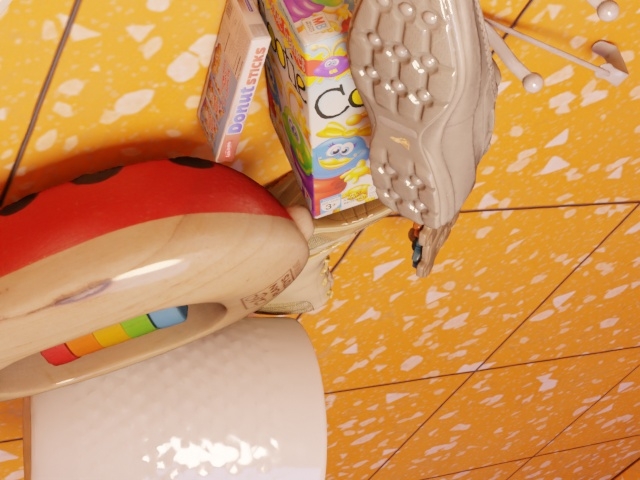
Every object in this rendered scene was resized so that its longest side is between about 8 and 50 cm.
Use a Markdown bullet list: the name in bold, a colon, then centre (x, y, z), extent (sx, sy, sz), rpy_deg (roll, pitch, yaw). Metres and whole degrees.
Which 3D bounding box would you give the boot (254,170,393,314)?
- **boot**: centre (0.000, 0.000, 1.455), extent (0.262, 0.095, 0.203), rpy_deg (-24, 152, 3)

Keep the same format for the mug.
- **mug**: centre (-0.203, 0.228, 1.512), extent (0.328, 0.276, 0.374), rpy_deg (0, -175, -18)

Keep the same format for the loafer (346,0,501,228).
- **loafer**: centre (0.092, -0.135, 0.998), extent (0.111, 0.112, 0.319), rpy_deg (-54, 160, -24)

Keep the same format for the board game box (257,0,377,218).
- **board game box**: centre (0.030, -0.166, 1.139), extent (0.142, 0.144, 0.275), rpy_deg (-19, 151, -9)

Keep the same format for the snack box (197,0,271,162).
- **snack box**: centre (-0.085, -0.153, 1.157), extent (0.022, 0.064, 0.178), rpy_deg (-11, 150, -24)

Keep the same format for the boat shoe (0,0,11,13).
- **boat shoe**: centre (-0.373, -0.166, 0.867), extent (0.324, 0.117, 0.097), rpy_deg (-19, 155, 4)

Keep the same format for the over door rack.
- **over door rack**: centre (0.297, -0.257, 1.228), extent (0.324, 0.108, 0.239), rpy_deg (4, 142, -42)

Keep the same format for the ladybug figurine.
- **ladybug figurine**: centre (-0.227, 0.034, 1.240), extent (0.449, 0.162, 0.305), rpy_deg (-19, 165, -2)

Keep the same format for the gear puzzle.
- **gear puzzle**: centre (0.138, -0.097, 1.371), extent (0.175, 0.044, 0.339), rpy_deg (-60, 164, -25)
